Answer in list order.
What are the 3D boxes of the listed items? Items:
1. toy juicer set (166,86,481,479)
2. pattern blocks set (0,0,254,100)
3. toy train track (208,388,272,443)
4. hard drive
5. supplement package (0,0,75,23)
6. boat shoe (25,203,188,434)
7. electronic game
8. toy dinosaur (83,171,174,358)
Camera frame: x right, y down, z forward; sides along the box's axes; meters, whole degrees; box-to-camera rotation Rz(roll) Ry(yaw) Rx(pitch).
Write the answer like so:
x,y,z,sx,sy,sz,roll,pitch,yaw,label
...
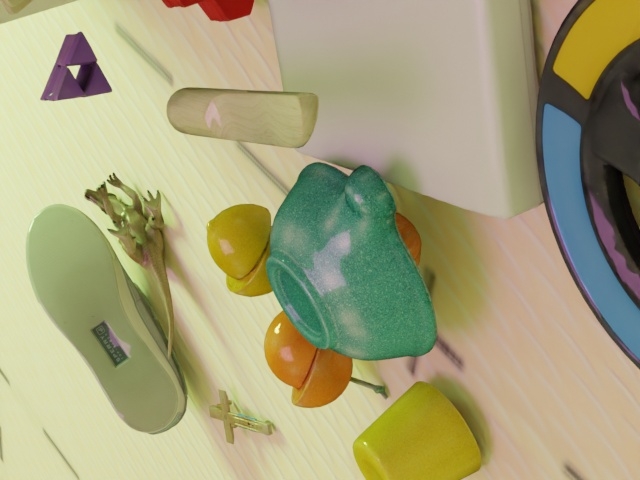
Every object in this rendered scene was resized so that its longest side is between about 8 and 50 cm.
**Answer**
x,y,z,sx,sy,sz,roll,pitch,yaw,label
0.000,0.000,0.855,0.209,0.089,0.329,37,153,47,toy juicer set
-0.162,-0.235,0.766,0.026,0.285,0.325,13,127,41,pattern blocks set
-0.064,0.150,1.155,0.083,0.014,0.048,8,110,51,toy train track
0.028,-0.179,0.737,0.203,0.040,0.307,23,129,51,hard drive
-0.314,-0.254,0.989,0.175,0.293,0.177,41,142,37,supplement package
-0.190,0.073,1.237,0.227,0.079,0.081,59,-179,9,boat shoe
0.178,-0.016,0.599,0.229,0.048,0.229,37,139,41,electronic game
-0.150,0.003,1.169,0.183,0.053,0.092,57,166,31,toy dinosaur
